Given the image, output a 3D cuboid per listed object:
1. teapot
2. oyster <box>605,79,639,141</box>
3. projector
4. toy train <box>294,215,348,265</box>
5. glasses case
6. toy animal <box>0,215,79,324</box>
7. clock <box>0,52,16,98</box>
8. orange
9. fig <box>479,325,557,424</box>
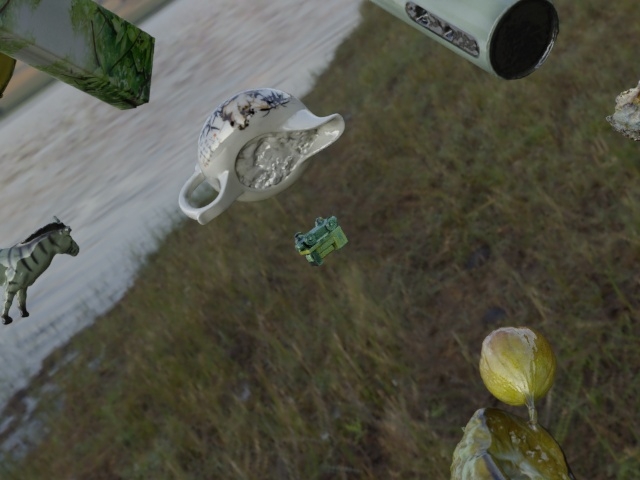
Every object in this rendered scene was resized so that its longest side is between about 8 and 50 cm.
[{"bbox_3d":[-0.115,-0.142,1.566,0.300,0.208,0.166,-43,58,-6],"label":"teapot"},{"bbox_3d":[0.387,-0.132,1.046,0.086,0.029,0.132,-41,51,17],"label":"oyster"},{"bbox_3d":[0.144,-0.312,1.149,0.108,0.108,0.337,-37,47,-8],"label":"projector"},{"bbox_3d":[0.000,0.000,1.957,0.122,0.081,0.050,-39,19,-30],"label":"toy train"},{"bbox_3d":[-0.307,-0.241,1.055,0.062,0.272,0.095,-8,71,33],"label":"glasses case"},{"bbox_3d":[-0.488,0.034,1.402,0.073,0.217,0.176,-104,28,-73],"label":"toy animal"},{"bbox_3d":[-0.470,-0.249,1.141,0.057,0.237,0.237,15,48,39],"label":"clock"},{"bbox_3d":[0.361,0.493,1.783,0.210,0.271,0.368,-44,14,24],"label":"orange"},{"bbox_3d":[0.399,0.279,1.832,0.159,0.159,0.257,-29,25,18],"label":"fig"}]
